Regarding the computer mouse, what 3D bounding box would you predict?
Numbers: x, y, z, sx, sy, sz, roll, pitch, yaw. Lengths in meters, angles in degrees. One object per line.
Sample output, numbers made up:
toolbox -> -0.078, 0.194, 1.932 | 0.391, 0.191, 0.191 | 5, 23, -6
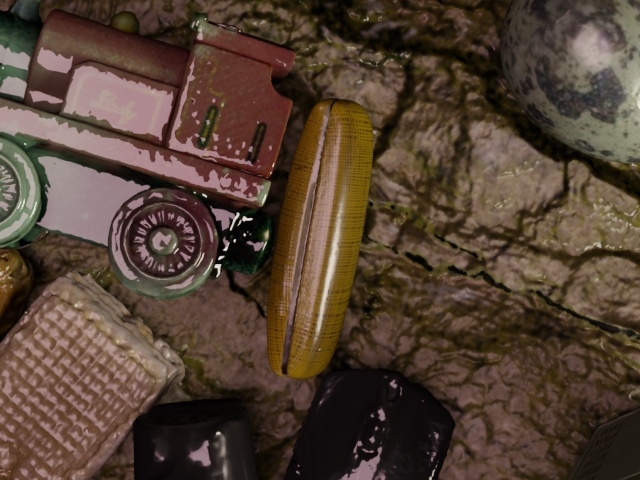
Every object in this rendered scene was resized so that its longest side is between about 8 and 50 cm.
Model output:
computer mouse -> 0.028, 0.211, 0.869 | 0.122, 0.073, 0.217 | 21, 96, 6

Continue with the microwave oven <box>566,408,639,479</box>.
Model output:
microwave oven -> 0.288, 0.241, 0.789 | 0.129, 0.163, 0.205 | -34, 89, 33

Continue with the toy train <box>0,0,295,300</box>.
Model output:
toy train -> -0.172, -0.081, 0.818 | 0.304, 0.150, 0.222 | 16, 90, -8

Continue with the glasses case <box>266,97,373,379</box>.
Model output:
glasses case -> 0.000, 0.000, 0.850 | 0.064, 0.079, 0.234 | 12, 97, 16

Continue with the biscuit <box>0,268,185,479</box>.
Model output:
biscuit -> -0.299, 0.224, 0.912 | 0.144, 0.078, 0.426 | 40, 99, 1

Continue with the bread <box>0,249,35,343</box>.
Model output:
bread -> -0.291, 0.053, 0.902 | 0.110, 0.066, 0.060 | -57, 42, 19

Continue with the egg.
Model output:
egg -> 0.214, -0.133, 0.783 | 0.132, 0.132, 0.172 | -42, 99, 9

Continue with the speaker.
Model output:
speaker -> -0.115, 0.310, 0.795 | 0.198, 0.259, 0.330 | -4, 99, 35
